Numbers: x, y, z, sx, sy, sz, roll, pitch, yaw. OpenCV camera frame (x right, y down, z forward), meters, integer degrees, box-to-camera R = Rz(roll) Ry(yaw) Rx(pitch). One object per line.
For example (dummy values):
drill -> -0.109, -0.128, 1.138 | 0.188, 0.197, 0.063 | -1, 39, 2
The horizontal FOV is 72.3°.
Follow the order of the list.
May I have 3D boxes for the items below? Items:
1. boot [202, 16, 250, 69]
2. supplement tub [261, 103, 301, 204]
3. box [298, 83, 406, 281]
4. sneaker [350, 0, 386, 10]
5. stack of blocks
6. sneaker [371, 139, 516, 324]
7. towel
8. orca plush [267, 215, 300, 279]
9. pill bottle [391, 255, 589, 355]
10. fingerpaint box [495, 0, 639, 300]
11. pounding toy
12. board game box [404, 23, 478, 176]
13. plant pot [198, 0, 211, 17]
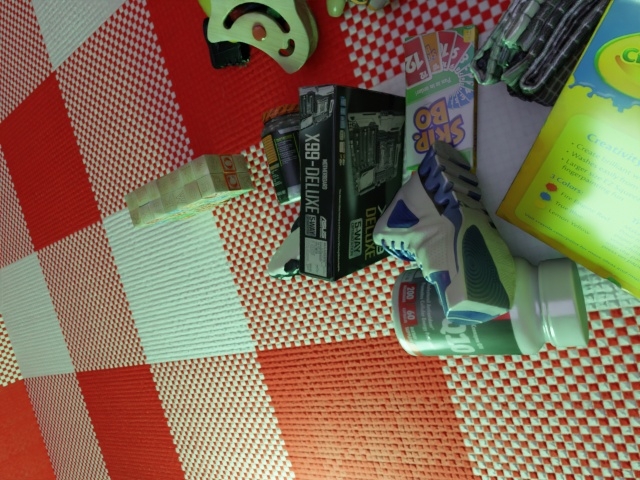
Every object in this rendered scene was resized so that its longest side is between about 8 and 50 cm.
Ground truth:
boot -> -0.213, -0.453, 0.999 | 0.099, 0.045, 0.121 | 2, 109, 34
supplement tub -> -0.055, -0.178, 0.918 | 0.116, 0.117, 0.191 | -12, 94, 34
box -> 0.062, -0.105, 0.783 | 0.076, 0.242, 0.308 | 10, 105, 35
sneaker -> 0.086, -0.542, 0.674 | 0.180, 0.125, 0.321 | 21, 130, -12
stack of blocks -> -0.305, -0.119, 1.058 | 0.297, 0.171, 0.087 | -16, 92, 33
sneaker -> 0.185, 0.006, 0.721 | 0.182, 0.127, 0.316 | -44, 37, 42
towel -> 0.336, -0.312, 0.569 | 0.121, 0.235, 0.284 | 39, 119, 13
orca plush -> 0.000, 0.000, 0.965 | 0.287, 0.102, 0.151 | -53, 27, 19
pill bottle -> 0.280, 0.112, 0.744 | 0.283, 0.161, 0.161 | -11, 95, 34
fingerpaint box -> 0.473, -0.056, 0.467 | 0.444, 0.163, 0.371 | 36, 161, 21
pounding toy -> -0.078, -0.442, 0.888 | 0.269, 0.155, 0.154 | 8, 131, 14
board game box -> 0.215, -0.234, 0.785 | 0.124, 0.039, 0.260 | 4, 106, 32
plant pot -> -0.214, -0.533, 0.943 | 0.134, 0.134, 0.095 | 36, 143, 21
